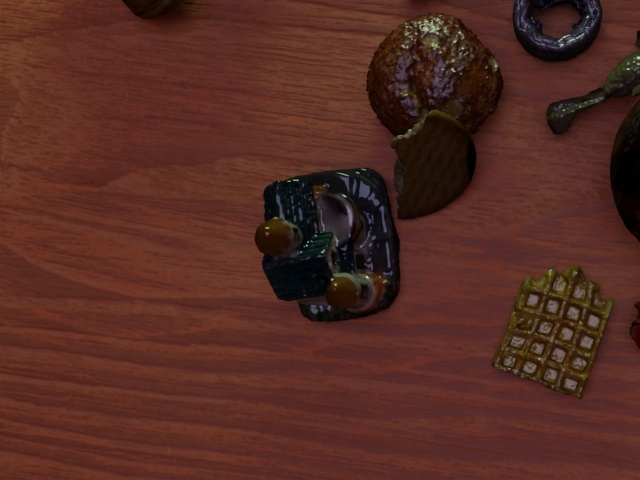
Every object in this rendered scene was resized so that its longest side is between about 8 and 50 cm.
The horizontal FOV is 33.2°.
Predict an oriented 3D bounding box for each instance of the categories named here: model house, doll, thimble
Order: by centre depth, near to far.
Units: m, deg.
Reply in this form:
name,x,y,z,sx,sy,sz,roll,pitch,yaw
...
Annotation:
name,x,y,z,sx,sy,sz,roll,pitch,yaw
doll,0.506,-0.266,1.757,0.286,0.202,0.091,-35,96,5
model house,0.000,0.000,1.810,0.190,0.301,0.271,-7,84,21
thimble,0.403,-0.382,1.836,0.150,0.098,0.150,-1,86,14

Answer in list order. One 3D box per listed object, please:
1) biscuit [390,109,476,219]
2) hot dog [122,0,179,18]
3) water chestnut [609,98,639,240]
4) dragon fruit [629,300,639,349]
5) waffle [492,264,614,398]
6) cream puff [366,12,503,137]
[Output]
name,x,y,z,sx,sy,sz,roll,pitch,yaw
biscuit,0.177,-0.123,1.834,0.228,0.176,0.031,-48,30,37
hot dog,-0.329,-0.537,2.019,0.196,0.122,0.272,-45,70,10
water chestnut,0.607,-0.130,1.690,0.350,0.350,0.302,-40,38,8
dragon fruit,0.572,0.128,1.739,0.150,0.133,0.207,12,55,-20
waffle,0.397,0.142,1.814,0.160,0.055,0.211,18,91,14
cream puff,0.193,-0.273,1.851,0.240,0.164,0.240,0,88,9
